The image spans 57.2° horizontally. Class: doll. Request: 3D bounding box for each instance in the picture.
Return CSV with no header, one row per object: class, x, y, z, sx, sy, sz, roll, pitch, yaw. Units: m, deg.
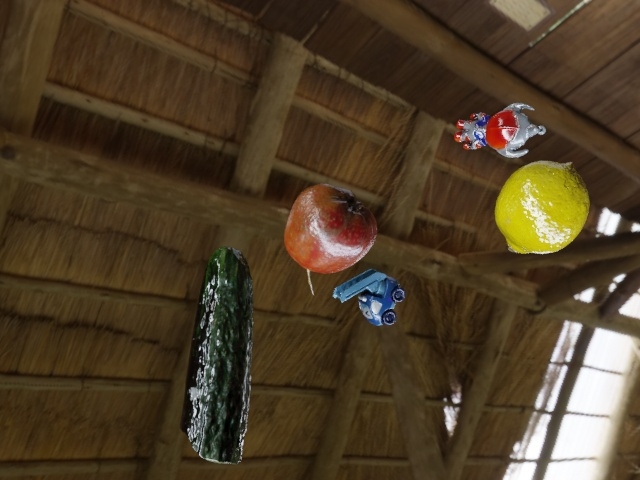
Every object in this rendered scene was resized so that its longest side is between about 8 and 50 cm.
doll,0.368,-0.225,1.209,0.062,0.194,0.104,39,-112,-42

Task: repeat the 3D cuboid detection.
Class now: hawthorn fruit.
hawthorn fruit,0.000,0.000,1.073,0.162,0.203,0.163,33,-154,-18

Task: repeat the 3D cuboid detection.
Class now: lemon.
lemon,0.275,-0.039,0.732,0.109,0.133,0.109,21,-157,-9

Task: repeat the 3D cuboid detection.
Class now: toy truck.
toy truck,0.067,0.076,0.827,0.090,0.056,0.073,22,-91,-21

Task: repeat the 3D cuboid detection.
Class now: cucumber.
cucumber,-0.111,0.124,0.666,0.074,0.074,0.242,18,-115,-35
